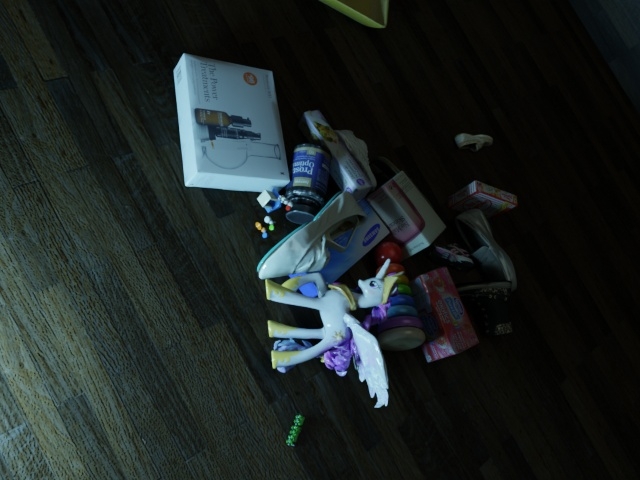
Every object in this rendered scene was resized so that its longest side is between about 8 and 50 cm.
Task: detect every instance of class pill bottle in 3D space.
[{"bbox_3d":[-0.040,-0.164,1.748,0.122,0.123,0.219,19,66,-24],"label":"pill bottle"}]

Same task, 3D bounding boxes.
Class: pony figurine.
[{"bbox_3d":[0.049,0.233,1.542,0.363,0.303,0.351,-5,94,-8],"label":"pony figurine"}]

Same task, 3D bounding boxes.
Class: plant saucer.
[{"bbox_3d":[0.100,-0.958,2.217,0.332,0.081,0.333,20,59,-23],"label":"plant saucer"}]

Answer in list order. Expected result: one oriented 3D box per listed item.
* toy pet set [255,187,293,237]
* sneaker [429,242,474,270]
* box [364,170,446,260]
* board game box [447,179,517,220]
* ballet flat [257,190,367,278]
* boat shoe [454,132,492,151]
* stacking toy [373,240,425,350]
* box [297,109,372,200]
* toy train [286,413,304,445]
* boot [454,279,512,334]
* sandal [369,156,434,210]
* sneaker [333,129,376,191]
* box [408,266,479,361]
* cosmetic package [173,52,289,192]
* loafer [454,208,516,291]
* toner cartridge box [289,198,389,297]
[{"bbox_3d":[-0.130,-0.083,1.688,0.065,0.122,0.114,12,37,-56],"label":"toy pet set"},{"bbox_3d":[0.433,0.042,2.004,0.178,0.072,0.077,22,47,-32],"label":"sneaker"},{"bbox_3d":[0.252,-0.074,1.875,0.232,0.148,0.127,52,47,-1],"label":"box"},{"bbox_3d":[0.572,-0.138,2.110,0.193,0.147,0.045,15,62,-25],"label":"board game box"},{"bbox_3d":[0.000,0.000,1.598,0.139,0.139,0.400,50,50,-3],"label":"ballet flat"},{"bbox_3d":[0.587,-0.369,2.278,0.170,0.063,0.059,-1,72,-22],"label":"boat shoe"},{"bbox_3d":[0.221,0.155,1.784,0.141,0.141,0.330,12,58,-28],"label":"stacking toy"},{"bbox_3d":[0.041,-0.265,1.837,0.063,0.067,0.324,-18,66,-34],"label":"box"},{"bbox_3d":[-0.062,0.485,1.521,0.023,0.017,0.083,40,53,-24],"label":"toy train"},{"bbox_3d":[0.522,0.225,1.953,0.236,0.085,0.179,-5,91,-11],"label":"boot"},{"bbox_3d":[0.281,-0.159,1.962,0.303,0.120,0.086,53,39,-1],"label":"sandal"},{"bbox_3d":[0.126,-0.268,1.927,0.115,0.090,0.232,-28,87,-41],"label":"sneaker"},{"bbox_3d":[0.358,0.226,1.827,0.122,0.128,0.257,-14,77,-35],"label":"box"},{"bbox_3d":[-0.255,-0.331,1.712,0.284,0.097,0.377,2,68,-34],"label":"cosmetic package"},{"bbox_3d":[0.564,0.043,2.056,0.111,0.112,0.319,-18,73,-30],"label":"loafer"},{"bbox_3d":[0.041,0.009,1.757,0.348,0.075,0.165,-39,93,-37],"label":"toner cartridge box"}]
